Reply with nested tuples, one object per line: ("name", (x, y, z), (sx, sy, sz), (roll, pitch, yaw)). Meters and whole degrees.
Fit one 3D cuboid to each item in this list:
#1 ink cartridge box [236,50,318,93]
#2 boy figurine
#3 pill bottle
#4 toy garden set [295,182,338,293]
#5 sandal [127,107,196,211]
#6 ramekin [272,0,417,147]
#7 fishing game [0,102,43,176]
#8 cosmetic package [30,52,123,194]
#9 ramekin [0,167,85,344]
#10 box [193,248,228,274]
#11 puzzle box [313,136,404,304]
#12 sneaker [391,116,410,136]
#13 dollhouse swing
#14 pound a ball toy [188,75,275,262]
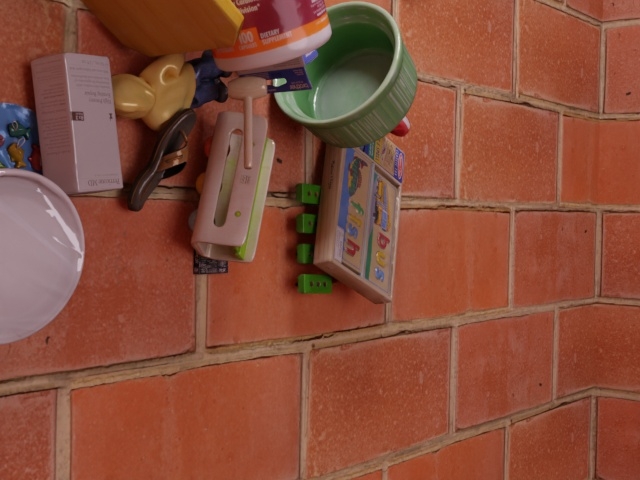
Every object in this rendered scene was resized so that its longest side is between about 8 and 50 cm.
("ink cartridge box", (-0.123, -0.445, 1.920), (0.065, 0.185, 0.311), (-46, 125, -42))
("boy figurine", (-0.290, -0.275, 1.796), (0.285, 0.092, 0.177), (-27, 139, -44))
("pill bottle", (-0.132, -0.514, 1.677), (0.224, 0.224, 0.392), (-38, 120, -44))
("toy garden set", (0.000, 0.000, 2.210), (0.203, 0.049, 0.245), (4, 84, -56))
("sandal", (-0.284, -0.143, 1.786), (0.219, 0.060, 0.090), (-60, 172, -13))
("ramekin", (0.062, -0.348, 2.078), (0.148, 0.303, 0.304), (40, 61, -53))
("fishing game", (-0.503, -0.132, 1.581), (0.264, 0.041, 0.189), (-28, 110, -47))
("cosmetic package", (-0.411, -0.194, 1.626), (0.117, 0.085, 0.231), (-13, 97, -60))
("ramekin", (-0.512, 0.017, 1.483), (0.272, 0.127, 0.273), (-14, 109, -44))
("box", (-0.222, 0.035, 1.955), (0.083, 0.018, 0.067), (-2, 93, -51))
("puzzle box", (0.099, -0.083, 2.264), (0.272, 0.052, 0.409), (34, 55, -48))
("sneaker", (0.116, -0.264, 2.238), (0.221, 0.087, 0.128), (28, 67, -35))
("dollhouse swing", (-0.279, -0.520, 1.592), (0.305, 0.346, 0.315), (26, 71, -48))
("pound a ball toy", (-0.181, -0.140, 1.871), (0.208, 0.135, 0.319), (73, 25, -72))
